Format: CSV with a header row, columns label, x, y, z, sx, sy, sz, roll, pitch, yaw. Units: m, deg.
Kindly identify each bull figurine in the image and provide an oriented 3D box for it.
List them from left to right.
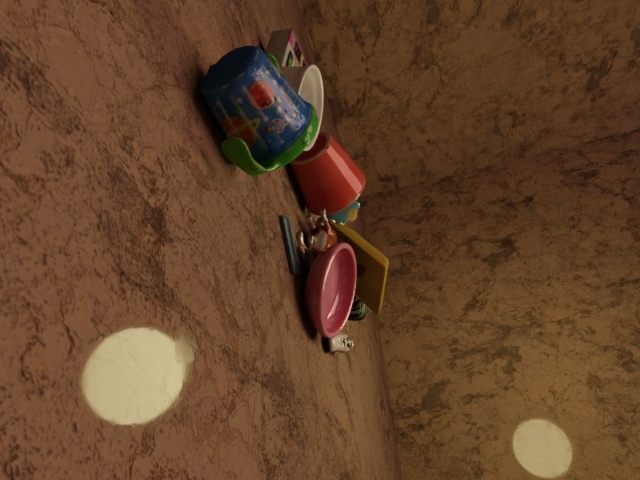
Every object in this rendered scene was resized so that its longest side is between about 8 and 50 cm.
label,x,y,z,sx,sy,sz,roll,pitch,yaw
bull figurine,0.000,0.000,1.645,0.310,0.101,0.189,-72,143,-53

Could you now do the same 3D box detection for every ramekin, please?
label,x,y,z,sx,sy,sz,roll,pitch,yaw
ramekin,-0.093,-0.451,1.465,0.277,0.135,0.278,10,90,-75

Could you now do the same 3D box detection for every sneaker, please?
label,x,y,z,sx,sy,sz,roll,pitch,yaw
sneaker,0.072,0.390,1.671,0.237,0.086,0.085,42,38,-69

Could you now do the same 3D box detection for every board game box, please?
label,x,y,z,sx,sy,sz,roll,pitch,yaw
board game box,-0.121,-0.639,1.730,0.303,0.097,0.224,60,36,-57

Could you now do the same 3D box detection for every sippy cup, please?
label,x,y,z,sx,sy,sz,roll,pitch,yaw
sippy cup,-0.155,-0.318,1.022,0.224,0.240,0.305,52,1,-43

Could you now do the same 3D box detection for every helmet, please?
label,x,y,z,sx,sy,sz,roll,pitch,yaw
helmet,0.175,0.303,2.092,0.169,0.161,0.170,-13,90,-79

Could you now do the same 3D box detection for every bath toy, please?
label,x,y,z,sx,sy,sz,roll,pitch,yaw
bath toy,0.060,-0.208,1.916,0.151,0.129,0.348,20,23,-31

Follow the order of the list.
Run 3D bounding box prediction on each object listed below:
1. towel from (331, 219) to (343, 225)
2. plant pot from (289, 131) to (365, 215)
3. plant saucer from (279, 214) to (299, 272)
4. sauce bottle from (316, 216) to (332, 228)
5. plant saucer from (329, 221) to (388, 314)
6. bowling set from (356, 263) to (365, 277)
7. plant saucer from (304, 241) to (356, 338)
label,x,y,z,sx,sy,sz,roll,pitch,yaw
towel,0.066,-0.287,2.429,0.320,0.090,0.375,-78,153,-67
plant pot,0.010,-0.279,1.729,0.243,0.274,0.275,55,22,-37
plant saucer,-0.101,0.013,1.403,0.067,0.018,0.192,16,61,-78
sauce bottle,0.057,-0.005,1.995,0.344,0.111,0.112,55,25,-62
plant saucer,0.171,0.107,1.849,0.332,0.081,0.333,42,-30,32
bowling set,0.094,0.147,1.801,0.154,0.199,0.287,-56,136,-77
plant saucer,0.034,0.168,1.507,0.332,0.084,0.333,7,90,-66
